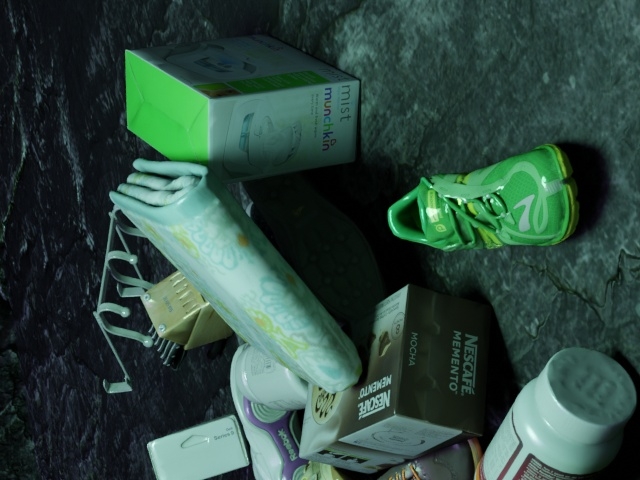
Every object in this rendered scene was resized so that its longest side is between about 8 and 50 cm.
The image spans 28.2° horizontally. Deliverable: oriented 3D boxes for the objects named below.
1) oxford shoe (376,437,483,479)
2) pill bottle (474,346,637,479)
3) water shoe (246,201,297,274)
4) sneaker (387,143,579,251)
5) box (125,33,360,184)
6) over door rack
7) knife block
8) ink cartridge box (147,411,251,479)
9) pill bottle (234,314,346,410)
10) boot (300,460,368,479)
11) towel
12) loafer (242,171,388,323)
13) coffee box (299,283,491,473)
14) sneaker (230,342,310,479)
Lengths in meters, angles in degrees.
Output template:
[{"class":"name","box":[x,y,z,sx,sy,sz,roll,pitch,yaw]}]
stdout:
[{"class":"oxford shoe","box":[0.135,0.323,1.682,0.097,0.098,0.271,60,149,26]},{"class":"pill bottle","box":[0.255,0.221,1.387,0.121,0.121,0.221,57,147,31]},{"class":"water shoe","box":[-0.065,0.032,1.938,0.203,0.073,0.080,63,152,23]},{"class":"sneaker","box":[0.177,-0.031,1.407,0.295,0.124,0.109,-17,87,62]},{"class":"box","box":[-0.110,-0.183,1.745,0.262,0.231,0.126,35,130,51]},{"class":"over door rack","box":[-0.350,0.111,2.386,0.324,0.108,0.239,98,176,-57]},{"class":"knife block","box":[-0.188,0.118,2.218,0.276,0.242,0.088,-35,66,13]},{"class":"ink cartridge box","box":[-0.199,0.358,2.174,0.212,0.154,0.093,85,167,-82]},{"class":"pill bottle","box":[-0.040,0.188,1.904,0.229,0.131,0.131,-24,82,62]},{"class":"boot","box":[-0.022,0.399,1.838,0.095,0.203,0.262,39,180,-4]},{"class":"towel","box":[-0.114,0.033,1.651,0.320,0.090,0.374,48,170,-19]},{"class":"loafer","box":[0.000,0.000,1.790,0.319,0.112,0.111,57,-177,30]},{"class":"coffee box","box":[0.090,0.184,1.614,0.297,0.119,0.168,142,140,-61]},{"class":"sneaker","box":[-0.088,0.318,2.072,0.152,0.114,0.305,-30,77,61]}]
